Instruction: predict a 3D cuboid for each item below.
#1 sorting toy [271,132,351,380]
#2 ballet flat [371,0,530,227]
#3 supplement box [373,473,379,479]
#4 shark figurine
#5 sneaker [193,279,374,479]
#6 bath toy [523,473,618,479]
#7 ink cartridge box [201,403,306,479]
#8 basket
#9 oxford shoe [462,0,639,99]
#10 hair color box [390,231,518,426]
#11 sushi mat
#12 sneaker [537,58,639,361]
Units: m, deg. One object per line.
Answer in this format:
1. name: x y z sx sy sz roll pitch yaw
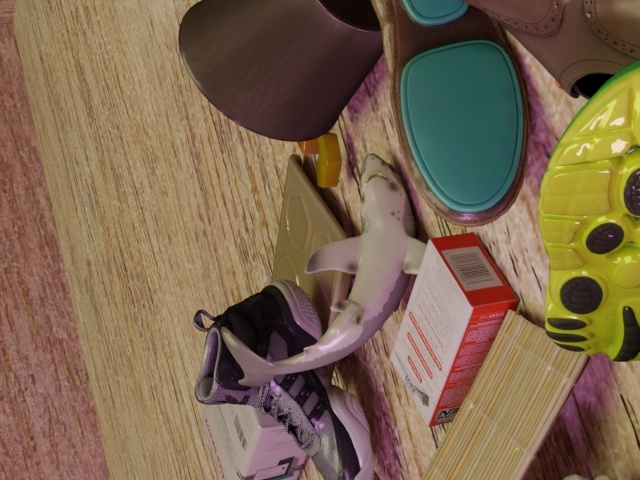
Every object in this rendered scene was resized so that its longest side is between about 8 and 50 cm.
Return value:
1. sorting toy: 0.000 0.000 1.467 0.229 0.041 0.307 -117 30 -49
2. ballet flat: 0.102 -0.156 1.085 0.124 0.116 0.342 84 172 -70
3. supplement box: 0.046 0.322 1.419 0.083 0.056 0.083 -130 38 -53
4. shark figurine: 0.038 0.069 1.269 0.166 0.278 0.116 36 177 25
5. sneaker: -0.051 0.182 1.378 0.269 0.153 0.101 67 149 16
6. bath toy: 0.185 0.269 0.984 0.151 0.129 0.348 -56 16 -18
7. ink cartridge box: -0.084 0.238 1.664 0.219 0.092 0.160 109 147 -48
8. basket: -0.015 -0.222 1.262 0.227 0.204 0.154 -34 28 57
9. oxford shoe: 0.164 -0.168 0.888 0.363 0.130 0.133 -148 48 -63
10. hair color box: 0.122 0.085 1.162 0.167 0.053 0.093 106 148 -41
11. sushi mat: 0.113 0.212 1.023 0.316 0.019 0.151 -61 19 0
12. sneaker: 0.194 -0.030 0.804 0.295 0.109 0.123 87 -168 -58
